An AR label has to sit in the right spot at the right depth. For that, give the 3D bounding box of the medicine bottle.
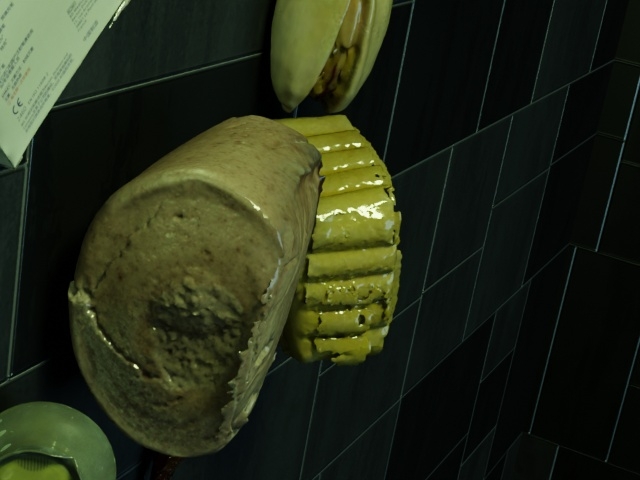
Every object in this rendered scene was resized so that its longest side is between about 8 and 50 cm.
[{"bbox_3d":[-0.225,-0.180,0.981,0.201,0.052,0.171,-62,157,-21],"label":"medicine bottle"}]

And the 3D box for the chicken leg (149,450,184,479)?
[{"bbox_3d":[-0.155,0.222,1.482,0.253,0.051,0.106,-57,160,-26],"label":"chicken leg"}]

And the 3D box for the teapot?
[{"bbox_3d":[-0.257,0.220,1.132,0.165,0.130,0.119,-44,-169,4],"label":"teapot"}]

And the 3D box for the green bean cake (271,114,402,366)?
[{"bbox_3d":[0.000,0.000,1.448,0.230,0.131,0.224,-115,-155,-51],"label":"green bean cake"}]

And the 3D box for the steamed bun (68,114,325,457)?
[{"bbox_3d":[-0.124,0.033,1.226,0.251,0.199,0.301,-67,175,-64],"label":"steamed bun"}]

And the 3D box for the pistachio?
[{"bbox_3d":[0.006,-0.237,1.425,0.129,0.131,0.206,7,115,-24],"label":"pistachio"}]
